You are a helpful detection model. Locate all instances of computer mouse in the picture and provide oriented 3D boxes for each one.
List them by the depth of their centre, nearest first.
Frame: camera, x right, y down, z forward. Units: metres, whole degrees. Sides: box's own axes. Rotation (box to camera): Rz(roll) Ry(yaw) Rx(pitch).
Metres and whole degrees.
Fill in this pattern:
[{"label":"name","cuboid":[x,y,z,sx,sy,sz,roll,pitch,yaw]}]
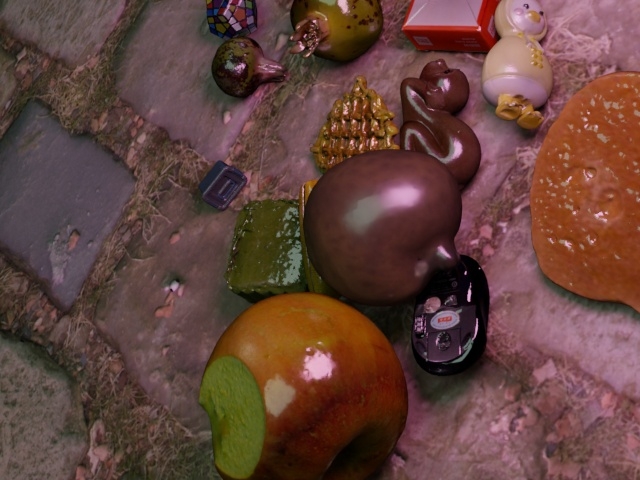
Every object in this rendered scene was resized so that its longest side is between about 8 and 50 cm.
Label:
[{"label":"computer mouse","cuboid":[0.239,0.138,1.629,0.137,0.096,0.233,-7,59,27]}]

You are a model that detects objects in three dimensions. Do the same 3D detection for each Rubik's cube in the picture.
[{"label":"Rubik's cube","cuboid":[-0.204,-0.525,2.099,0.133,0.133,0.112,50,128,32]}]

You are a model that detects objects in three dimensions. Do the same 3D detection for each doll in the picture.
[{"label":"doll","cuboid":[0.370,-0.350,1.686,0.117,0.141,0.296,153,129,-66]}]

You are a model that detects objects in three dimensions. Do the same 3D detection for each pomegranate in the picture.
[{"label":"pomegranate","cuboid":[0.022,-0.447,1.885,0.198,0.198,0.246,11,65,33]},{"label":"pomegranate","cuboid":[-0.163,-0.382,2.041,0.125,0.163,0.138,136,151,-59]}]

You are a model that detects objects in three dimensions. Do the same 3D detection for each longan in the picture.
[{"label":"longan","cuboid":[0.118,-0.026,1.611,0.300,0.243,0.300,-1,87,25]}]

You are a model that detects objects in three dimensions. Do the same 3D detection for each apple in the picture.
[{"label":"apple","cuboid":[-0.045,0.277,1.603,0.384,0.374,0.374,-45,57,4]}]

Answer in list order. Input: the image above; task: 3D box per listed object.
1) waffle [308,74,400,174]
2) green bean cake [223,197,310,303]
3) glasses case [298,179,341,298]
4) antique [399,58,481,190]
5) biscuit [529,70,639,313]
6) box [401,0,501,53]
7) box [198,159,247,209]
[{"label":"waffle","cuboid":[0.070,-0.184,1.810,0.245,0.052,0.254,-58,41,35]},{"label":"green bean cake","cuboid":[-0.080,0.024,1.846,0.200,0.113,0.214,0,72,28]},{"label":"glasses case","cuboid":[0.000,0.000,1.736,0.064,0.079,0.234,-13,80,47]},{"label":"antique","cuboid":[0.230,-0.218,1.735,0.143,0.121,0.257,-10,71,28]},{"label":"biscuit","cuboid":[0.521,-0.076,1.499,0.365,0.062,0.385,25,107,34]},{"label":"box","cuboid":[0.272,-0.447,1.797,0.182,0.099,0.133,8,76,34]},{"label":"box","cuboid":[-0.220,-0.126,2.010,0.099,0.074,0.054,-50,43,8]}]
